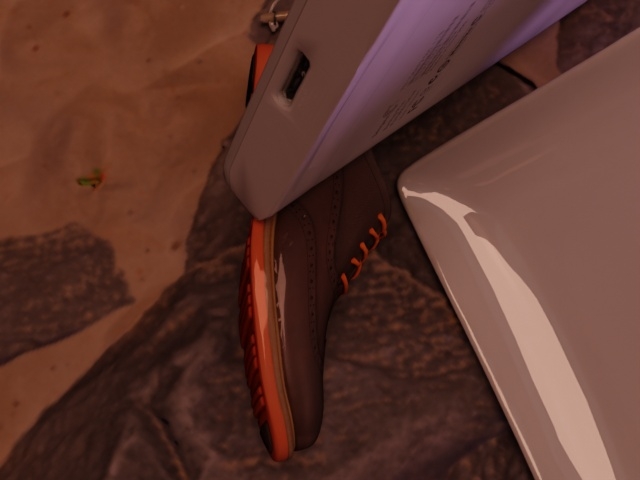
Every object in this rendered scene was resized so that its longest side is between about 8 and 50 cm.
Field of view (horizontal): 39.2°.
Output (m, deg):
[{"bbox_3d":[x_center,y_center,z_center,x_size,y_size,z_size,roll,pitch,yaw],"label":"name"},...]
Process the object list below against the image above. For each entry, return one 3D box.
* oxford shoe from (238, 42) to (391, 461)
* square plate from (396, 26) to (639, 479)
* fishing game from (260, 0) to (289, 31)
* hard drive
[{"bbox_3d":[0.000,0.000,0.564,0.098,0.097,0.271,4,73,-9],"label":"oxford shoe"},{"bbox_3d":[0.255,0.029,0.514,0.347,0.049,0.344,-31,74,27],"label":"square plate"},{"bbox_3d":[0.007,-0.286,0.680,0.189,0.041,0.264,-7,79,2],"label":"fishing game"},{"bbox_3d":[0.113,-0.161,0.499,0.353,0.233,0.047,-36,81,-30],"label":"hard drive"}]
